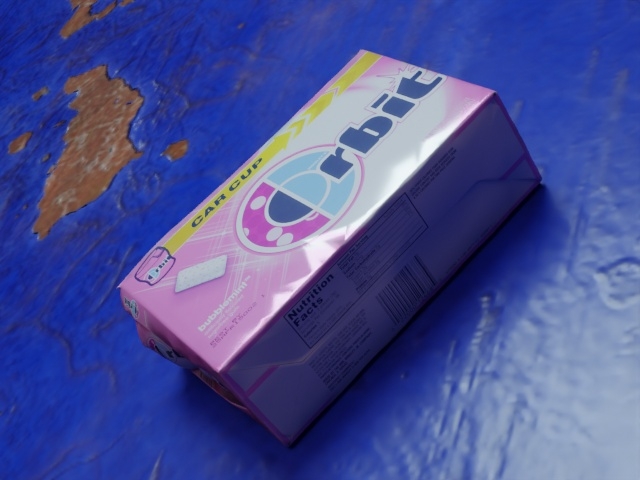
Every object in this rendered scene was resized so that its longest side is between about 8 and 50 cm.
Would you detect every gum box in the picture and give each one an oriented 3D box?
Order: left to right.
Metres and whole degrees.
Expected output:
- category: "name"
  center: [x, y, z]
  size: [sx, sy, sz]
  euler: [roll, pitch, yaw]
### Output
- category: "gum box"
  center: [0.000, 0.000, 0.532]
  size: [0.188, 0.062, 0.107]
  euler: [-45, 37, -12]
